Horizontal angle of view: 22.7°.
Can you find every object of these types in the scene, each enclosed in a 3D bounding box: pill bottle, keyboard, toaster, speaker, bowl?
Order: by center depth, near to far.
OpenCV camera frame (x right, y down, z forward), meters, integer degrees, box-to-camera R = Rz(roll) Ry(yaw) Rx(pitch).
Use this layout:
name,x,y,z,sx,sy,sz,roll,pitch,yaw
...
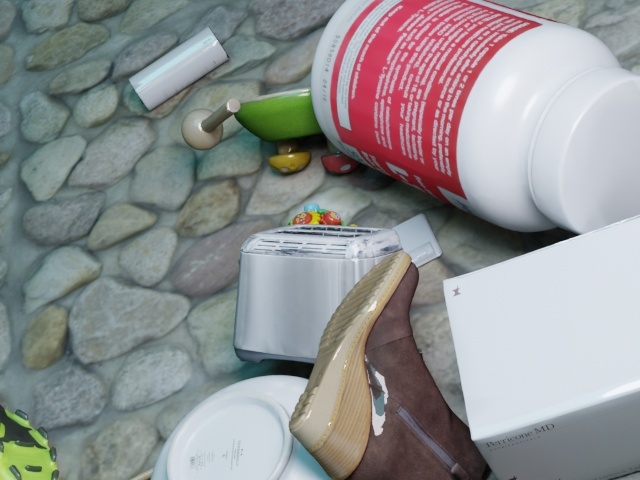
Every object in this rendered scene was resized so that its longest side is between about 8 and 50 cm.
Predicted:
name,x,y,z,sx,sy,sz,roll,pitch,yaw
bowl,-0.069,0.250,1.674,0.298,0.134,0.298,-15,48,17
toaster,0.008,0.061,1.754,0.227,0.129,0.146,4,100,32
pill bottle,0.189,-0.144,1.756,0.229,0.229,0.408,-47,39,-12
keyboard,0.019,0.050,1.876,0.256,0.014,0.072,-27,40,6
speaker,-0.196,-0.236,2.196,0.136,0.055,0.055,-34,45,1

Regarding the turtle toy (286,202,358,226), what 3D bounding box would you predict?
name,x,y,z,sx,sy,sz,roll,pitch,yaw
turtle toy,0.000,0.000,1.874,0.095,0.066,0.130,-44,37,-16

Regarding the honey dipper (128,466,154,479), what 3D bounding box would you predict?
name,x,y,z,sx,sy,sz,roll,pitch,yaw
honey dipper,-0.236,0.288,1.811,0.161,0.030,0.030,-28,46,0

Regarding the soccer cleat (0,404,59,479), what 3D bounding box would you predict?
name,x,y,z,sx,sy,sz,roll,pitch,yaw
soccer cleat,-0.407,0.251,1.911,0.289,0.093,0.121,39,109,39

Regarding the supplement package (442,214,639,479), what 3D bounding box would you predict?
name,x,y,z,sx,sy,sz,roll,pitch,yaw
supplement package,0.278,0.114,1.585,0.262,0.145,0.204,-20,47,14

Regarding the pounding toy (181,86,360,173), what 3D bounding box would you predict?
name,x,y,z,sx,sy,sz,roll,pitch,yaw
pounding toy,-0.036,-0.128,1.973,0.237,0.110,0.183,-12,3,-27

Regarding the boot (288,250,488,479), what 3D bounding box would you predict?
name,x,y,z,sx,sy,sz,roll,pitch,yaw
boot,0.093,0.158,1.632,0.090,0.207,0.248,-25,32,58
